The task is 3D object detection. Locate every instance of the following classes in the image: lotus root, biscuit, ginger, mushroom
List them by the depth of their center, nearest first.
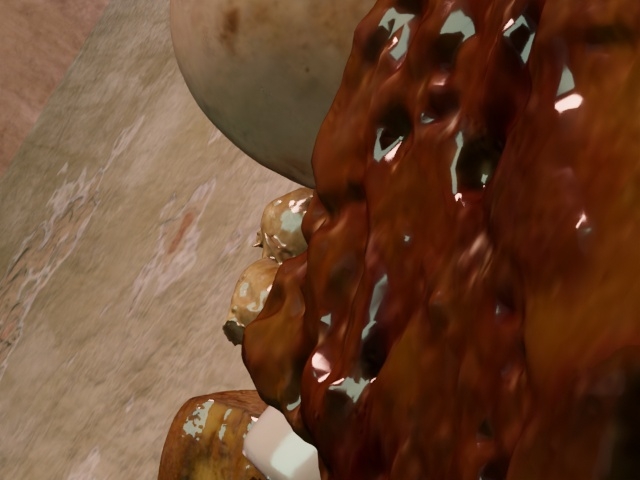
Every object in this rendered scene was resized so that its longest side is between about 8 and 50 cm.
[{"bbox_3d":[0.123,0.016,0.787,0.342,0.166,0.395,-65,27,20],"label":"biscuit"},{"bbox_3d":[-0.064,0.165,1.248,0.159,0.095,0.135,-108,18,-74],"label":"lotus root"},{"bbox_3d":[0.042,-0.167,1.342,0.297,0.297,0.290,-57,-7,-1],"label":"mushroom"},{"bbox_3d":[0.000,0.000,1.428,0.104,0.080,0.204,4,59,31],"label":"ginger"}]

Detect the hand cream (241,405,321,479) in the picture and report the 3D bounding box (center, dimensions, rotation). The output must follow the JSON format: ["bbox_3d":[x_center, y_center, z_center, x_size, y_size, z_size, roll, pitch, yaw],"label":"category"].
[{"bbox_3d":[0.099,0.032,1.129,0.358,0.118,0.185,-51,28,0],"label":"hand cream"}]

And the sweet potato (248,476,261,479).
[{"bbox_3d":[-0.069,0.265,1.169,0.112,0.085,0.285,-85,15,-48],"label":"sweet potato"}]
